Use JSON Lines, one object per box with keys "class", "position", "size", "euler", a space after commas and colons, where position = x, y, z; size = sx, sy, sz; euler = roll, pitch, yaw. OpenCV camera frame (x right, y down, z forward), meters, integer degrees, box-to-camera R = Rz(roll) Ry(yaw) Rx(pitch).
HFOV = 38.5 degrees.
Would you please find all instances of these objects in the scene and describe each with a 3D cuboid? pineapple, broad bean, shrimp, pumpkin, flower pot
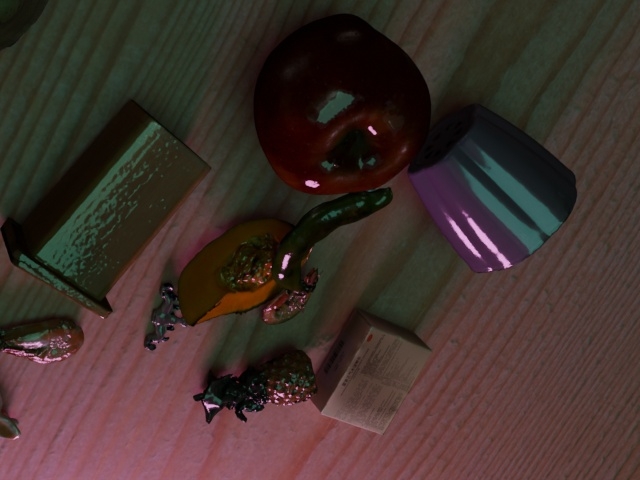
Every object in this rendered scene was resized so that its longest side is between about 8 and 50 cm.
{"class": "pineapple", "position": [-0.129, 0.286, 1.786], "size": [0.237, 0.111, 0.119], "euler": [-17, 87, -8]}
{"class": "broad bean", "position": [0.000, 0.000, 1.589], "size": [0.144, 0.049, 0.292], "euler": [4, 138, -38]}
{"class": "shrimp", "position": [-0.511, 0.181, 1.621], "size": [0.184, 0.043, 0.091], "euler": [1, 115, -23]}
{"class": "shrimp", "position": [-0.059, 0.105, 1.742], "size": [0.095, 0.045, 0.162], "euler": [7, 134, -33]}
{"class": "pumpkin", "position": [-0.146, 0.066, 1.685], "size": [0.278, 0.111, 0.163], "euler": [-42, 153, -15]}
{"class": "flower pot", "position": [0.301, -0.106, 1.711], "size": [0.243, 0.265, 0.265], "euler": [40, 94, -19]}

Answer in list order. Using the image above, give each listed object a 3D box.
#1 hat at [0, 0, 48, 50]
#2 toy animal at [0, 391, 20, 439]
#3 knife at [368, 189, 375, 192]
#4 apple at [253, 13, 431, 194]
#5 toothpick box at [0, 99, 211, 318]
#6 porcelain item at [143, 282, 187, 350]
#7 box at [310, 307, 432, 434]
{"class": "hat", "position": [-0.490, -0.350, 1.358], "size": [0.252, 0.252, 0.110], "euler": [-32, 162, -6]}
{"class": "toy animal", "position": [-0.616, 0.265, 1.560], "size": [0.138, 0.140, 0.282], "euler": [-27, 118, -22]}
{"class": "knife", "position": [0.038, -0.159, 1.708], "size": [0.028, 0.015, 0.210], "euler": [-41, 120, 6]}
{"class": "apple", "position": [0.032, -0.223, 1.504], "size": [0.288, 0.317, 0.288], "euler": [-4, 124, -6]}
{"class": "toothpick box", "position": [-0.346, -0.062, 1.510], "size": [0.190, 0.187, 0.308], "euler": [40, 90, -29]}
{"class": "porcelain item", "position": [-0.277, 0.146, 1.710], "size": [0.075, 0.021, 0.136], "euler": [12, 107, -25]}
{"class": "box", "position": [0.098, 0.268, 1.867], "size": [0.168, 0.095, 0.212], "euler": [24, 101, -30]}
